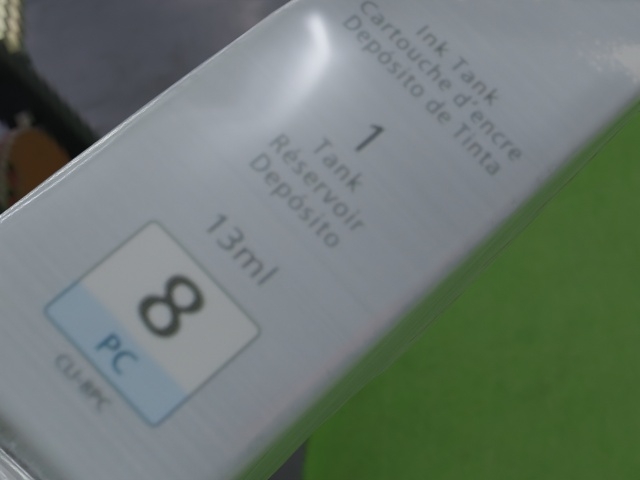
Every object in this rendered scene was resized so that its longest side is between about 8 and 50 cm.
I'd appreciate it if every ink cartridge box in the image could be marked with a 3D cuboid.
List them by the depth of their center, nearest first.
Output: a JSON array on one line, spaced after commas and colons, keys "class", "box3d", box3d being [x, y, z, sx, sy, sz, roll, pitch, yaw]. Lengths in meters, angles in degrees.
[{"class": "ink cartridge box", "box3d": [0.000, 0.000, 0.629, 0.385, 0.091, 0.308, -42, -5, -32]}]
